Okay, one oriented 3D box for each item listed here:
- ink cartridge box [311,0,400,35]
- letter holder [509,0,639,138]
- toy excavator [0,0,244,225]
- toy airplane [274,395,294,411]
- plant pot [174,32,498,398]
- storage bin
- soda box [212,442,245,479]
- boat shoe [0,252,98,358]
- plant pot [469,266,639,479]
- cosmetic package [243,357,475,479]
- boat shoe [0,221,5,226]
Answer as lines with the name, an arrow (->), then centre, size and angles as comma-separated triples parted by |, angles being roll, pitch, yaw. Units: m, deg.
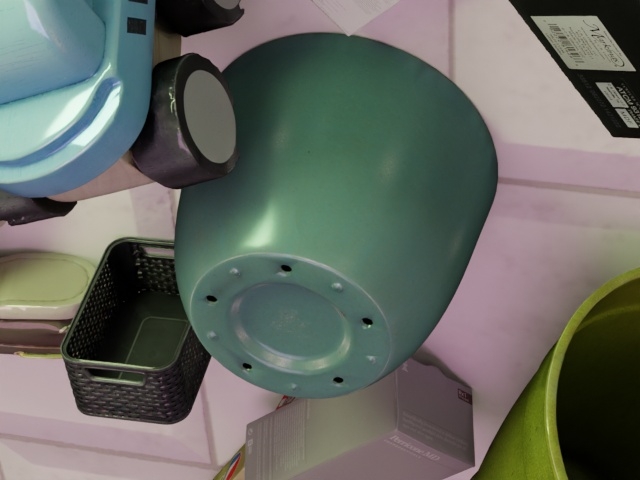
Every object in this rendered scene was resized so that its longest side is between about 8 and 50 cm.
ink cartridge box -> 0.045, -0.229, 1.464 | 0.115, 0.029, 0.063 | -30, 118, 36
letter holder -> 0.252, -0.254, 1.308 | 0.302, 0.214, 0.152 | 48, 161, -27
toy excavator -> -0.262, -0.272, 1.359 | 0.222, 0.433, 0.445 | -10, 157, 27
toy airplane -> 0.002, 0.144, 1.837 | 0.151, 0.028, 0.151 | 0, 143, 0
plant pot -> 0.000, 0.000, 1.554 | 0.293, 0.235, 0.293 | 9, 135, 9
storage bin -> -0.175, 0.089, 1.735 | 0.122, 0.180, 0.084 | 5, 135, 13
soda box -> -0.088, 0.290, 1.989 | 0.061, 0.058, 0.181 | 29, 135, -10
boat shoe -> -0.392, 0.068, 1.836 | 0.324, 0.117, 0.097 | 4, 131, 7
plant pot -> 0.304, 0.261, 1.661 | 0.366, 0.366, 0.353 | 26, 147, -8
cosmetic package -> 0.040, 0.217, 1.829 | 0.127, 0.107, 0.238 | 27, 141, -34
boat shoe -> -0.378, -0.062, 1.755 | 0.137, 0.049, 0.043 | 38, 175, -22
